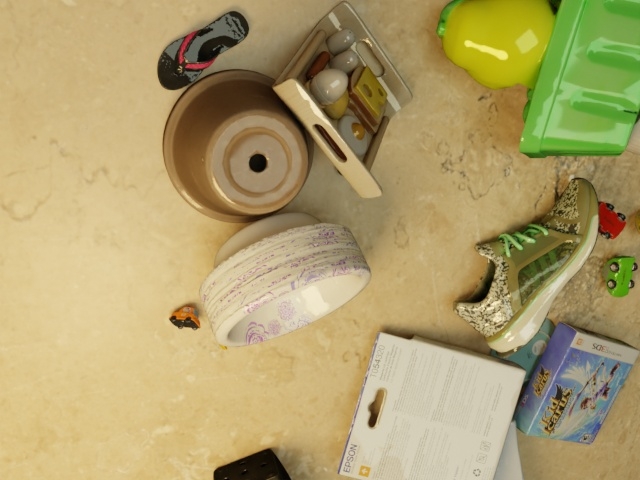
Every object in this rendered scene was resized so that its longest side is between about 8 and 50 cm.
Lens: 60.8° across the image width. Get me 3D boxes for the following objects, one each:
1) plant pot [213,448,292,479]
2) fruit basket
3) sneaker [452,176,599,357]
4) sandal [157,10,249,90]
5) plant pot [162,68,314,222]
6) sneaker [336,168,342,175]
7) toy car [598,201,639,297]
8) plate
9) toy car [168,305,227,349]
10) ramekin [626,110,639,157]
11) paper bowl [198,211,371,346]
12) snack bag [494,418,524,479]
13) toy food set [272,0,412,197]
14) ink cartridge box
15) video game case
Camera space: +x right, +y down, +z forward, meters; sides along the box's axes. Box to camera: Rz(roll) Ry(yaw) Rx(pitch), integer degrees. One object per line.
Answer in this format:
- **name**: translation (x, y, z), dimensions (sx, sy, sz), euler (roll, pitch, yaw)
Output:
- **plant pot**: translation (-0.129, 0.537, 1.091), dimensions (0.188, 0.187, 0.167), euler (-18, 97, -11)
- **fruit basket**: translation (0.404, -0.339, 0.992), dimensions (0.391, 0.283, 0.393), euler (3, 96, 26)
- **sneaker**: translation (0.419, 0.033, 1.134), dimensions (0.182, 0.158, 0.411), euler (30, 90, -4)
- **sandal**: translation (-0.195, -0.315, 0.896), dimensions (0.179, 0.040, 0.067), euler (-38, 112, -3)
- **plant pot**: translation (-0.114, -0.139, 0.870), dimensions (0.262, 0.229, 0.263), euler (-5, 106, -16)
- **sneaker**: translation (0.060, -0.171, 1.012), dimensions (0.040, 0.044, 0.109), euler (16, 102, -22)
- **toy car**: translation (0.686, 0.017, 1.245), dimensions (0.238, 0.053, 0.225), euler (-1, 106, -15)
- **plate**: translation (0.481, 0.264, 1.269), dimensions (0.188, 0.024, 0.188), euler (-4, 106, -15)
- **toy car**: translation (-0.227, 0.163, 1.035), dimensions (0.122, 0.060, 0.041), euler (47, 44, -38)
- **ramekin**: translation (0.643, -0.270, 1.074), dimensions (0.108, 0.207, 0.207), euler (11, 102, -10)
- **paper bowl**: translation (-0.067, 0.059, 0.937), dimensions (0.284, 0.284, 0.148), euler (-23, 69, -9)
- **snack bag**: translation (0.312, 0.574, 1.258), dimensions (0.342, 0.037, 0.323), euler (-14, 102, -1)
- **toy food set**: translation (0.060, -0.239, 0.884), dimensions (0.092, 0.306, 0.220), euler (-23, 120, 37)
- **ink cartridge box**: translation (0.233, 0.380, 1.170), dimensions (0.329, 0.071, 0.324), euler (16, 94, -1)
- **video game case**: translation (0.607, 0.346, 1.295), dimensions (0.244, 0.061, 0.270), euler (17, 100, -27)
